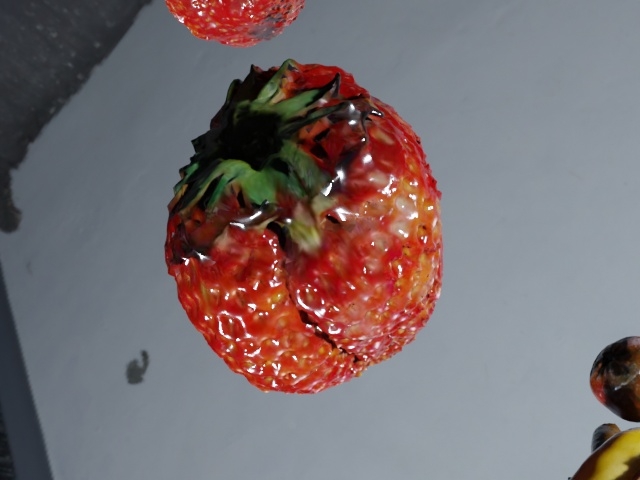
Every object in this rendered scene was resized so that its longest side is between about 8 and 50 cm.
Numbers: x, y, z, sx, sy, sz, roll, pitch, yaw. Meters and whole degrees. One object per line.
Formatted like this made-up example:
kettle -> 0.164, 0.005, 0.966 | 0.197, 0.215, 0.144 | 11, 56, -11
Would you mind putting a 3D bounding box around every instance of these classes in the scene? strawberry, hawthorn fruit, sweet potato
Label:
strawberry -> -0.080, -0.229, 0.758 | 0.187, 0.146, 0.082 | 7, 66, 50
hawthorn fruit -> 0.625, 0.275, 1.630 | 0.172, 0.173, 0.173 | -16, 59, 29
strawberry -> 0.000, 0.000, 0.749 | 0.250, 0.288, 0.239 | -29, 40, 17
sweet potato -> 0.453, 0.337, 1.307 | 0.057, 0.264, 0.057 | 2, 98, 19

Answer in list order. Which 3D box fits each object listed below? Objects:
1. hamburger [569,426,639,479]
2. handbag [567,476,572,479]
hamburger -> 0.319, 0.307, 0.770 | 0.170, 0.246, 0.246 | 22, 82, 45
handbag -> 0.623, 0.454, 1.557 | 0.260, 0.247, 0.079 | 4, 103, 42
